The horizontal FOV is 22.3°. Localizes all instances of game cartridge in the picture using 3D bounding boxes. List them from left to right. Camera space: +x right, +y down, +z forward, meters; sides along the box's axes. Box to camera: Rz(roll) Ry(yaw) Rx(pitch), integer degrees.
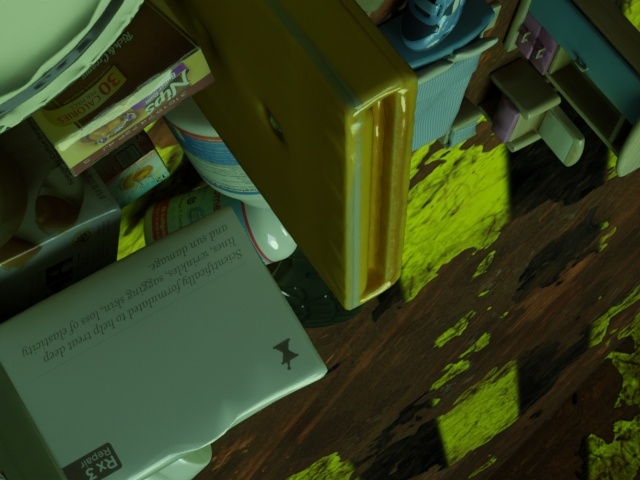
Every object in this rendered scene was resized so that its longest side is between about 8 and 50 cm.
[{"bbox_3d":[-0.052,-0.140,1.013,0.052,0.324,0.285,-30,159,-12],"label":"game cartridge"}]

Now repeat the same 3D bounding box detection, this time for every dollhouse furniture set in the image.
[{"bbox_3d":[0.168,-0.101,1.643,0.303,0.198,0.286,-28,158,-23],"label":"dollhouse furniture set"}]

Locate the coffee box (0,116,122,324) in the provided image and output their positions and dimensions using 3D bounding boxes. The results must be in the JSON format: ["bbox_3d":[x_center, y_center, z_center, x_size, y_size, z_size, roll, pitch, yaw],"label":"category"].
[{"bbox_3d":[-0.289,0.001,1.192,0.246,0.141,0.098,-29,159,-24],"label":"coffee box"}]

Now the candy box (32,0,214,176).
[{"bbox_3d":[-0.163,-0.145,1.016,0.109,0.187,0.053,-36,160,-6],"label":"candy box"}]

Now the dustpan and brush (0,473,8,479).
[{"bbox_3d":[-0.333,0.250,1.602,0.211,0.060,0.147,-26,157,-30],"label":"dustpan and brush"}]

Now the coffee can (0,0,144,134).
[{"bbox_3d":[-0.220,-0.192,0.692,0.201,0.275,0.201,-33,159,-14],"label":"coffee can"}]

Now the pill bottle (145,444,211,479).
[{"bbox_3d":[-0.257,0.289,1.852,0.264,0.153,0.153,-44,159,15],"label":"pill bottle"}]

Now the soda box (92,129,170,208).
[{"bbox_3d":[-0.219,-0.035,1.349,0.183,0.058,0.063,-35,160,-5],"label":"soda box"}]

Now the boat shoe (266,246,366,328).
[{"bbox_3d":[0.000,0.000,1.673,0.122,0.120,0.324,6,156,-17],"label":"boat shoe"}]

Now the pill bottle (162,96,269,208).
[{"bbox_3d":[-0.062,-0.106,1.359,0.124,0.124,0.221,-36,160,-3],"label":"pill bottle"}]

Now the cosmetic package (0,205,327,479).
[{"bbox_3d":[-0.164,0.116,1.333,0.217,0.156,0.385,-29,177,-21],"label":"cosmetic package"}]

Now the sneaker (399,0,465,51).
[{"bbox_3d":[0.108,-0.235,1.468,0.059,0.053,0.144,-9,138,-53],"label":"sneaker"}]

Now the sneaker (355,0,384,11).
[{"bbox_3d":[0.000,-0.228,1.312,0.188,0.066,0.071,-14,133,-57],"label":"sneaker"}]

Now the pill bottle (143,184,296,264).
[{"bbox_3d":[-0.077,-0.015,1.506,0.160,0.087,0.087,-17,166,19],"label":"pill bottle"}]
